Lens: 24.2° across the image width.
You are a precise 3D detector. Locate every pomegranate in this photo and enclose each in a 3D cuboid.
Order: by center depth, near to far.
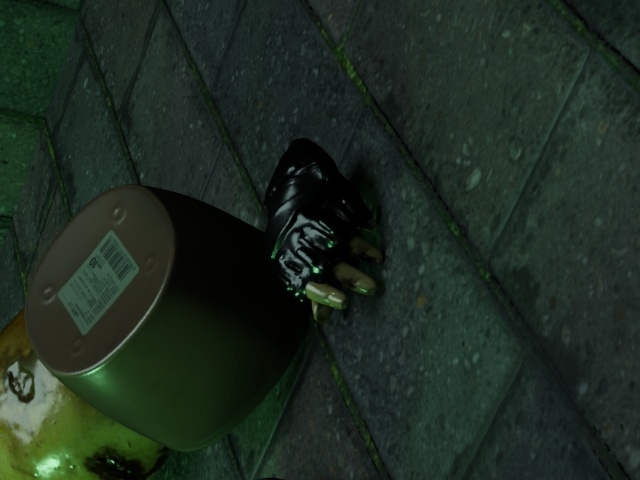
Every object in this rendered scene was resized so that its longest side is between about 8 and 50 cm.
[{"bbox_3d":[-0.330,0.220,2.068,0.322,0.322,0.322,-39,45,55],"label":"pomegranate"}]

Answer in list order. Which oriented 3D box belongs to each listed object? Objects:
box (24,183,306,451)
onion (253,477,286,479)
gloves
[{"bbox_3d":[-0.194,0.080,1.793,0.301,0.216,0.301,-18,56,30],"label":"box"},{"bbox_3d":[-0.084,0.391,1.611,0.272,0.195,0.272,-43,15,14],"label":"onion"},{"bbox_3d":[0.000,0.000,1.666,0.203,0.124,0.164,-102,14,-55],"label":"gloves"}]
